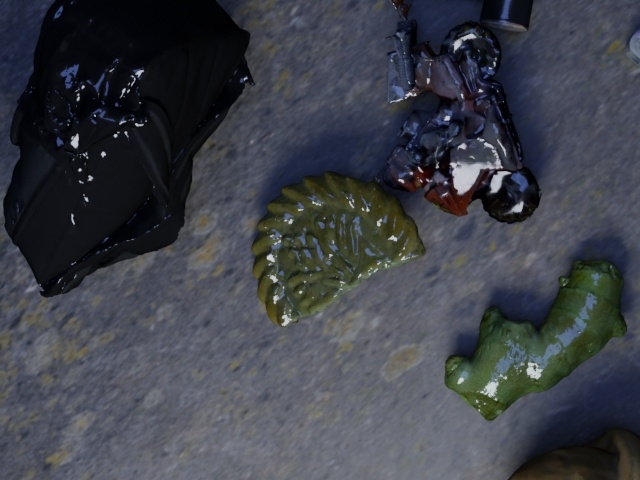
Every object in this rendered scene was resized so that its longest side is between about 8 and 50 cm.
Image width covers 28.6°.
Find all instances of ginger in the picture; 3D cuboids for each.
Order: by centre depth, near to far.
[{"bbox_3d":[0.301,0.137,1.749,0.290,0.089,0.137,-31,69,14],"label":"ginger"}]

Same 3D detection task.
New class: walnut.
[{"bbox_3d":[0.376,0.389,1.657,0.296,0.285,0.285,18,96,4],"label":"walnut"}]

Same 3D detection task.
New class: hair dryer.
[{"bbox_3d":[0.179,-0.378,1.758,0.255,0.070,0.128,14,95,14],"label":"hair dryer"}]

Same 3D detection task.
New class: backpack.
[{"bbox_3d":[-0.276,-0.133,1.707,0.254,0.363,0.446,35,120,10],"label":"backpack"}]

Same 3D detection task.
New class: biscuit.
[{"bbox_3d":[0.000,0.000,1.782,0.273,0.036,0.187,-33,84,27],"label":"biscuit"}]

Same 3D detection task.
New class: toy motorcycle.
[{"bbox_3d":[0.160,-0.200,1.723,0.207,0.134,0.401,-14,102,15],"label":"toy motorcycle"}]

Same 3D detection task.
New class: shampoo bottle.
[{"bbox_3d":[0.448,-0.255,1.693,0.072,0.099,0.043,32,98,8],"label":"shampoo bottle"}]
